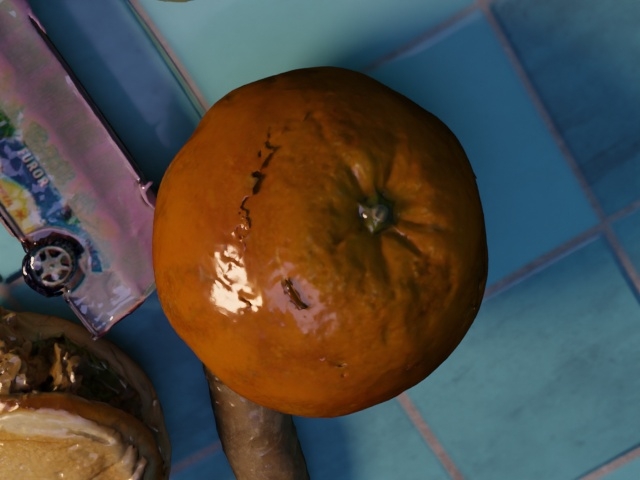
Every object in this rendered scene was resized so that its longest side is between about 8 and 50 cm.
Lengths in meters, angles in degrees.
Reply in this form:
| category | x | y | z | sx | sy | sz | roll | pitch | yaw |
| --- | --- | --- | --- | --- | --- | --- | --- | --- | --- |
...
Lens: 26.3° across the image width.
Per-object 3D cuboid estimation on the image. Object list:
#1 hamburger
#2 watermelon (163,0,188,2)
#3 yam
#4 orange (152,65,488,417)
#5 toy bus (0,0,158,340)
| category | x | y | z | sx | sy | sz | roll | pitch | yaw |
| --- | --- | --- | --- | --- | --- | --- | --- | --- | --- |
| hamburger | -0.263 | 0.185 | 1.239 | 0.243 | 0.146 | 0.286 | -25 | 121 | 13 |
| watermelon | -0.164 | -0.235 | 1.102 | 0.155 | 0.080 | 0.101 | 23 | 120 | -31 |
| yam | -0.044 | 0.253 | 1.324 | 0.081 | 0.081 | 0.357 | -10 | 113 | -1 |
| orange | 0.000 | 0.000 | 1.114 | 0.284 | 0.226 | 0.284 | 5 | 79 | -29 |
| toy bus | -0.236 | -0.075 | 1.146 | 0.138 | 0.112 | 0.317 | -34 | 114 | -1 |
